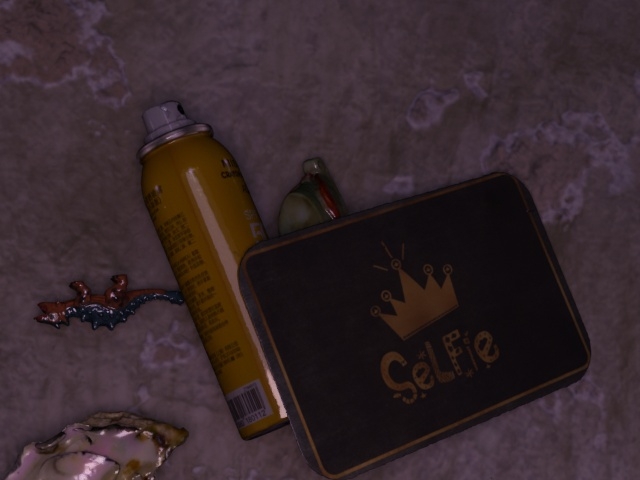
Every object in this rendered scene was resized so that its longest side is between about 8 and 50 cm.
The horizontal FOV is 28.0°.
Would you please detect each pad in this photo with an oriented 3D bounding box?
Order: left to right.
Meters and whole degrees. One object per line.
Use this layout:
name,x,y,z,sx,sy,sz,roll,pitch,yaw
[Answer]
pad,0.131,0.100,1.279,0.375,0.063,0.315,-18,84,-29

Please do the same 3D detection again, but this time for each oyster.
oyster,-0.240,0.236,1.246,0.132,0.072,0.209,35,94,-6

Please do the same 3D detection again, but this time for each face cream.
face cream,-0.098,0.022,1.295,0.105,0.105,0.349,-22,81,-13

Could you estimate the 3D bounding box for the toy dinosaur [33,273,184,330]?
toy dinosaur,-0.212,0.063,1.294,0.154,0.049,0.055,-6,82,-12

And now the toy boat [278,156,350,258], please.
toy boat,-0.001,-0.001,1.333,0.089,0.071,0.185,-19,77,30
